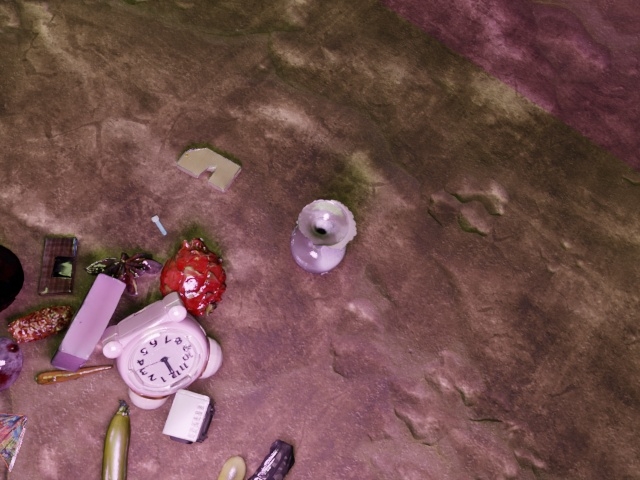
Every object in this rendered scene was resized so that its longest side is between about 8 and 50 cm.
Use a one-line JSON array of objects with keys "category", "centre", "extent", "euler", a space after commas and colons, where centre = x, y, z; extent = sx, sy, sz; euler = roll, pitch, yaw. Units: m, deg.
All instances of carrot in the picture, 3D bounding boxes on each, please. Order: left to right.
[{"category": "carrot", "centre": [-0.869, 0.470, 1.746], "extent": [0.255, 0.049, 0.049], "euler": [-7, 68, -15]}]

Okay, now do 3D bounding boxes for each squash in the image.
[{"category": "squash", "centre": [-0.680, 0.700, 1.648], "extent": [0.087, 0.087, 0.331], "euler": [0, 65, -7]}, {"category": "squash", "centre": [-0.330, 0.838, 1.637], "extent": [0.083, 0.083, 0.250], "euler": [30, 70, 6]}]

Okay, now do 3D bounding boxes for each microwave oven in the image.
[{"category": "microwave oven", "centre": [-0.430, 0.595, 1.657], "extent": [0.129, 0.205, 0.163], "euler": [14, 67, -1]}]

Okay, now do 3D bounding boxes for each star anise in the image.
[{"category": "star anise", "centre": [-0.731, 0.113, 1.845], "extent": [0.213, 0.129, 0.282], "euler": [6, 26, 17]}]

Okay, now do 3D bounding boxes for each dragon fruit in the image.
[{"category": "dragon fruit", "centre": [-0.474, 0.138, 1.842], "extent": [0.245, 0.244, 0.298], "euler": [2, 73, -6]}]

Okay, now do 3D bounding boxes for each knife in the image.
[{"category": "knife", "centre": [-0.657, -0.060, 2.017], "extent": [0.027, 0.010, 0.096], "euler": [-32, 76, -19]}]

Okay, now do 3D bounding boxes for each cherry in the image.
[{"category": "cherry", "centre": [-1.107, 0.413, 1.666], "extent": [0.195, 0.195, 0.195], "euler": [3, 67, -6]}]

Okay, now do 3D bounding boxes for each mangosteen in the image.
[{"category": "mangosteen", "centre": [-1.197, 0.120, 1.707], "extent": [0.297, 0.297, 0.313], "euler": [-14, 108, -13]}]

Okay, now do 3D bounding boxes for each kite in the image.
[{"category": "kite", "centre": [-1.066, 0.658, 1.655], "extent": [0.183, 0.014, 0.241], "euler": [-31, 75, -17]}]

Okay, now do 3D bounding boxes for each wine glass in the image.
[{"category": "wine glass", "centre": [0.000, 0.000, 1.904], "extent": [0.238, 0.323, 0.237], "euler": [2, 68, -5]}]

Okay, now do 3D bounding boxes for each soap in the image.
[{"category": "soap", "centre": [-0.796, 0.285, 1.674], "extent": [0.107, 0.296, 0.285], "euler": [29, 57, -20]}]

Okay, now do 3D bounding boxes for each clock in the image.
[{"category": "clock", "centre": [-0.536, 0.387, 1.690], "extent": [0.342, 0.184, 0.325], "euler": [-28, 113, -8]}]

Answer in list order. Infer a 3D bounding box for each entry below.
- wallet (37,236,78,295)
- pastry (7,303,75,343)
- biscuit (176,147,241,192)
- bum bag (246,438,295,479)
[{"category": "wallet", "centre": [-1.003, 0.097, 1.888], "extent": [0.124, 0.042, 0.230], "euler": [-4, 65, -6]}, {"category": "pastry", "centre": [-1.001, 0.296, 1.777], "extent": [0.209, 0.097, 0.115], "euler": [-18, 80, -16]}, {"category": "biscuit", "centre": [-0.481, -0.314, 2.128], "extent": [0.250, 0.046, 0.147], "euler": [28, 68, 4]}, {"category": "bum bag", "centre": [-0.203, 0.822, 1.632], "extent": [0.095, 0.144, 0.340], "euler": [15, 55, 47]}]
